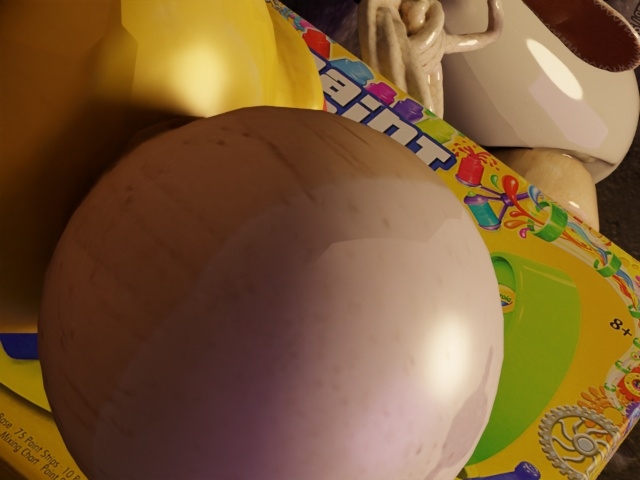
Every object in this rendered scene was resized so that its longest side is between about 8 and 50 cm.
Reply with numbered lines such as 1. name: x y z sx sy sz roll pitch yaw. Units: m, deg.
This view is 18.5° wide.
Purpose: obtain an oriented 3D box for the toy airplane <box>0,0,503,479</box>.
1. toy airplane: -0.078 -0.050 0.358 0.384 0.272 0.386 -36 164 -42

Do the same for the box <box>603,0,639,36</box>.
1. box: 0.221 -0.261 1.261 0.163 0.142 0.247 -44 165 -32

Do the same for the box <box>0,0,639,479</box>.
1. box: -0.053 0.066 0.779 0.279 0.290 0.177 -42 164 -46

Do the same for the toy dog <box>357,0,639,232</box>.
1. toy dog: 0.117 -0.118 0.985 0.161 0.220 0.334 -11 163 9

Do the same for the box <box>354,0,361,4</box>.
1. box: 0.064 -0.163 1.126 0.052 0.062 0.083 -40 163 -43
